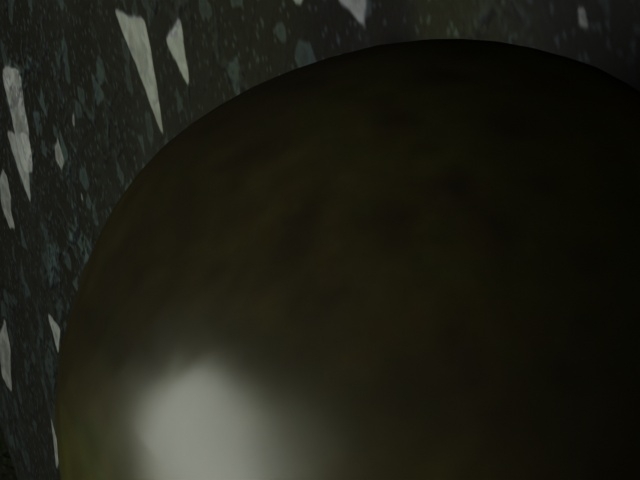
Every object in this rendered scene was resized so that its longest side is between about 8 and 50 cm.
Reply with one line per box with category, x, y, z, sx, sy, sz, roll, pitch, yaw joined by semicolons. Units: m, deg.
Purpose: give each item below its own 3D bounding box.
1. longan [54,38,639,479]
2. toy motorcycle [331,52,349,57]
longan;0.045;0.078;0.854;0.361;0.361;0.361;168;90;-70
toy motorcycle;0.000;0.000;1.274;0.270;0.106;0.159;120;140;-56
